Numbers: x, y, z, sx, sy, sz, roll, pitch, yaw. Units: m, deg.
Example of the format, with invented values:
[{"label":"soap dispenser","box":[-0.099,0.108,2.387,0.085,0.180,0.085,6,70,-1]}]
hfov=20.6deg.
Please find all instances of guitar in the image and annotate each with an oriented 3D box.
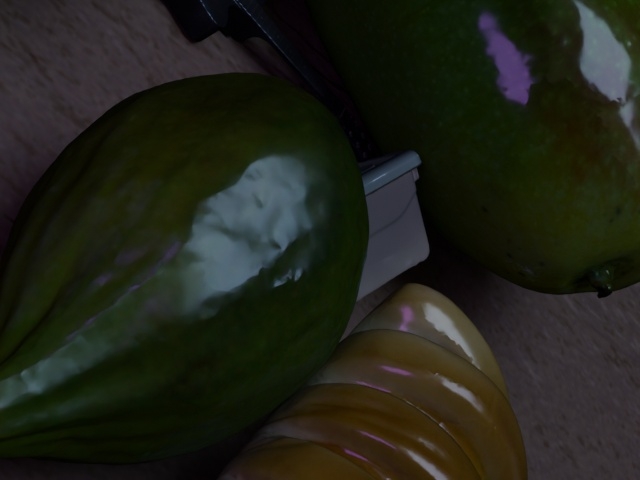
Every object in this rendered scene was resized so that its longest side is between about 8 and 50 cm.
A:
[{"label":"guitar","box":[-0.042,-0.125,1.018,0.233,0.025,0.088,48,41,-21]}]

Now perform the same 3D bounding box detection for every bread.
[{"label":"bread","box":[0.005,0.168,0.819,0.311,0.121,0.173,-49,150,-47]}]

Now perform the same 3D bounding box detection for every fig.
[{"label":"fig","box":[-0.068,0.030,0.804,0.167,0.167,0.233,39,53,-28]}]

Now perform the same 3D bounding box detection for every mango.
[{"label":"mango","box":[0.103,-0.142,1.061,0.225,0.201,0.382,-20,73,-33]}]

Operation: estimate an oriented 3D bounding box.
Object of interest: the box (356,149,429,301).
[{"label":"box","box":[0.000,0.000,0.957,0.122,0.089,0.062,-27,102,-50]}]
